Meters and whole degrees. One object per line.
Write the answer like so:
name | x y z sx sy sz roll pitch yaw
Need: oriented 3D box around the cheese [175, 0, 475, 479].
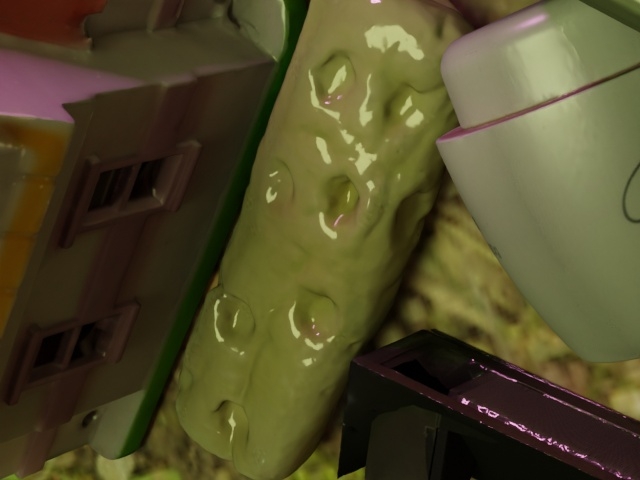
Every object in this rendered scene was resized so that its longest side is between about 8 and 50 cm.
cheese | 0.000 0.000 0.525 0.065 0.043 0.194 42 126 27

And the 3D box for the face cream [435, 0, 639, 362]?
face cream | 0.082 -0.022 0.414 0.091 0.091 0.095 -18 97 43

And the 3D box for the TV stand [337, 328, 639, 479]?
TV stand | 0.115 0.096 0.450 0.256 0.040 0.048 24 117 35

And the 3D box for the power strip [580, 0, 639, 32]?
power strip | 0.124 -0.068 0.331 0.288 0.053 0.093 31 99 15

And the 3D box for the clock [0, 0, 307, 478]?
clock | -0.184 -0.010 0.505 0.166 0.310 0.235 41 126 24
